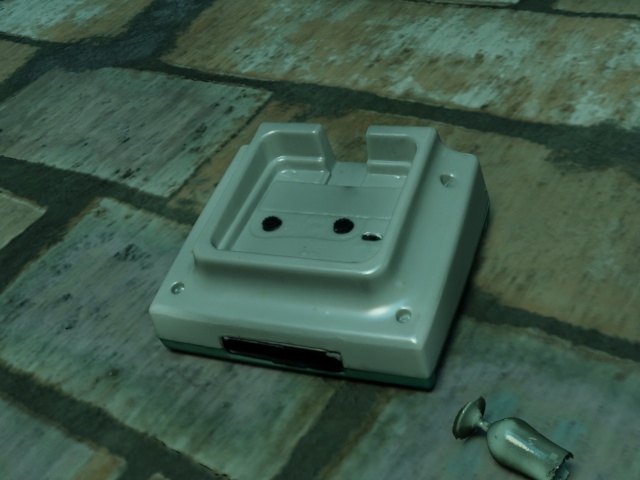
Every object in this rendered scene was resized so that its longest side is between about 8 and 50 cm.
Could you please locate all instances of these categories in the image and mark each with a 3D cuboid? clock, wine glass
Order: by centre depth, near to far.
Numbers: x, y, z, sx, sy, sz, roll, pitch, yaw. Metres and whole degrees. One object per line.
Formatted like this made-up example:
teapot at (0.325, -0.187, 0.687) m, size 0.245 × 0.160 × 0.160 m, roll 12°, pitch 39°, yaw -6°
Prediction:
wine glass at (0.138, 0.147, 0.613) m, size 0.083 × 0.042 × 0.039 m, roll 29°, pitch 87°, yaw 38°
clock at (0.000, 0.000, 0.772) m, size 0.262 × 0.116 × 0.231 m, roll 5°, pitch 45°, yaw 24°
